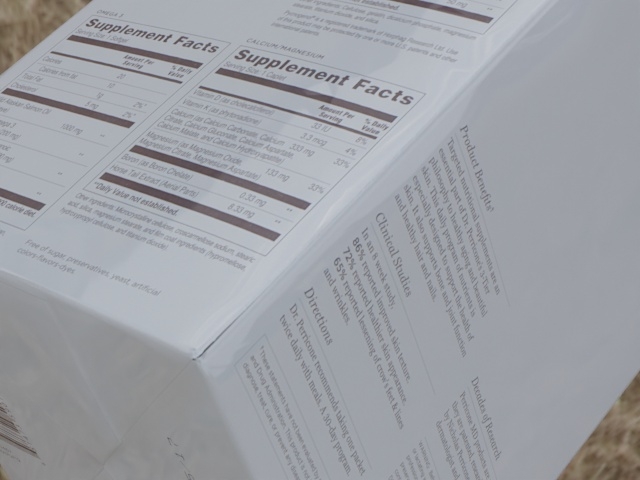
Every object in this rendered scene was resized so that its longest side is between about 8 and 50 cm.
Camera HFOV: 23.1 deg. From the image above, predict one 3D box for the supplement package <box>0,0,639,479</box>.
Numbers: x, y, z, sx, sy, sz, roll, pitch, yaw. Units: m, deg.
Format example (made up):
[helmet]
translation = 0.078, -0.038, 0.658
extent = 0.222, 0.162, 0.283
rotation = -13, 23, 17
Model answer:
[supplement package]
translation = 0.000, 0.000, 0.634
extent = 0.198, 0.199, 0.263
rotation = 18, 52, 39
